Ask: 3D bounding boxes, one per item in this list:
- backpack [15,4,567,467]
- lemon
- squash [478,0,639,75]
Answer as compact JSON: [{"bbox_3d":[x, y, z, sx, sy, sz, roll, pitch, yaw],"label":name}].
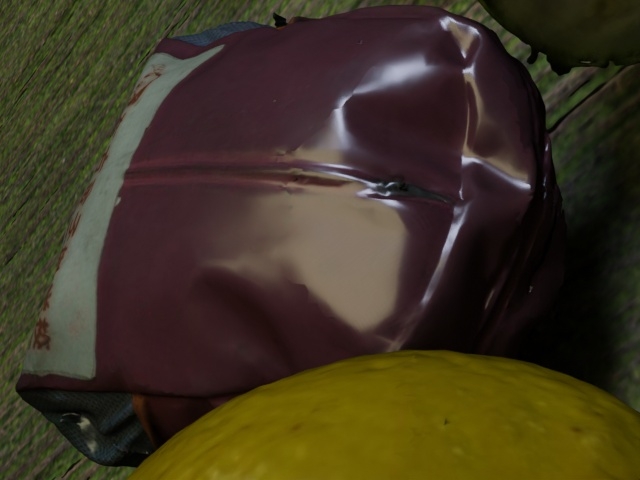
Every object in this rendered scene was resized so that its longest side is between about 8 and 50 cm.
[{"bbox_3d":[0.000,0.000,0.696,0.317,0.197,0.283,-2,69,49],"label":"backpack"},{"bbox_3d":[0.029,0.182,0.470,0.297,0.297,0.297,-32,47,42],"label":"lemon"},{"bbox_3d":[0.113,-0.230,0.672,0.189,0.189,0.260,-53,38,22],"label":"squash"}]
